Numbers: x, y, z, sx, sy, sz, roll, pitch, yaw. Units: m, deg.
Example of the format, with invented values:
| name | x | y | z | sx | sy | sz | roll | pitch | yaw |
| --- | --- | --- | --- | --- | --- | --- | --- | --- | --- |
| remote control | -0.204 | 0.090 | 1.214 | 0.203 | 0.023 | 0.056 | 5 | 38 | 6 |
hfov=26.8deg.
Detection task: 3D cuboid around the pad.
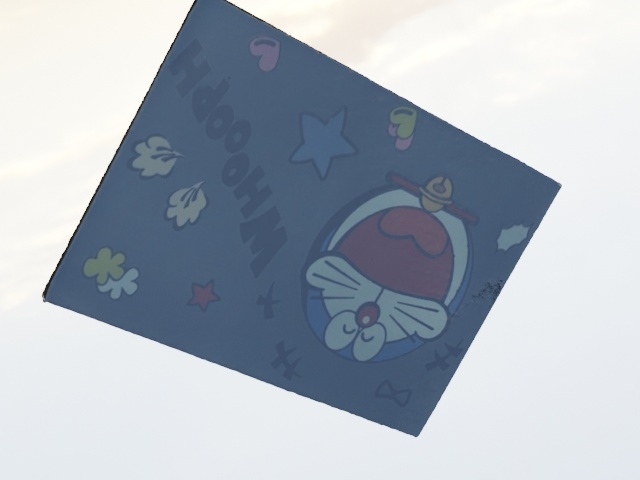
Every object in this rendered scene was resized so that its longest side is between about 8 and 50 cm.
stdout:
| name | x | y | z | sx | sy | sz | roll | pitch | yaw |
| --- | --- | --- | --- | --- | --- | --- | --- | --- | --- |
| pad | 0.000 | 0.000 | 0.687 | 0.170 | 0.245 | 0.006 | -61 | -147 | 8 |
